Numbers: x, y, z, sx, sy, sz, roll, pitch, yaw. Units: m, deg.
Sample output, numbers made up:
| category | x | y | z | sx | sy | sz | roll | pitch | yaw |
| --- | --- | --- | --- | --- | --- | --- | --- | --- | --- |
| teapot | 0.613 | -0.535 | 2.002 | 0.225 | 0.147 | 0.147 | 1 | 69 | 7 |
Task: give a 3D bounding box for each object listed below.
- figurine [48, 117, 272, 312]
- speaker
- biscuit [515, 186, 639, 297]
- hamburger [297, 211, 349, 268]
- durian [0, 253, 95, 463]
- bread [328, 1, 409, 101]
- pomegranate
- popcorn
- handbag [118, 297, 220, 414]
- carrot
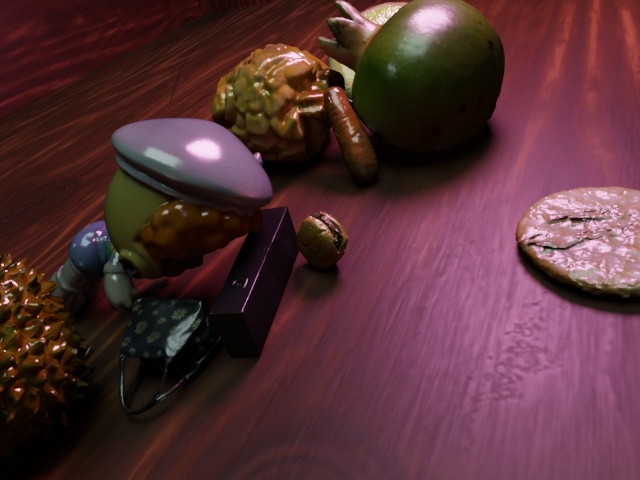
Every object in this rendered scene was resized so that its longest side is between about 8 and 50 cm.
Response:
| category | x | y | z | sx | sy | sz | roll | pitch | yaw |
| --- | --- | --- | --- | --- | --- | --- | --- | --- | --- |
| figurine | -0.254 | -0.020 | 0.674 | 0.382 | 0.205 | 0.224 | -34 | 9 | 12 |
| speaker | -0.080 | 0.048 | 0.674 | 0.044 | 0.082 | 0.218 | -4 | 37 | 16 |
| biscuit | 0.356 | -0.007 | 0.614 | 0.220 | 0.033 | 0.219 | -10 | 35 | 7 |
| hamburger | 0.000 | 0.000 | 0.704 | 0.044 | 0.083 | 0.076 | -26 | 64 | -29 |
| durian | -0.400 | 0.146 | 0.544 | 0.293 | 0.258 | 0.258 | -17 | 33 | 17 |
| bread | 0.156 | -0.440 | 1.173 | 0.302 | 0.045 | 0.301 | -4 | 70 | 10 |
| pomegranate | 0.173 | -0.338 | 0.909 | 0.359 | 0.216 | 0.309 | 34 | 51 | 2 |
| popcorn | -0.094 | -0.294 | 1.037 | 0.333 | 0.225 | 0.265 | 18 | 47 | 40 |
| handbag | -0.195 | 0.145 | 0.606 | 0.115 | 0.072 | 0.139 | 0 | 51 | 24 |
| carrot | 0.053 | -0.190 | 0.889 | 0.060 | 0.186 | 0.060 | -21 | -7 | -3 |
